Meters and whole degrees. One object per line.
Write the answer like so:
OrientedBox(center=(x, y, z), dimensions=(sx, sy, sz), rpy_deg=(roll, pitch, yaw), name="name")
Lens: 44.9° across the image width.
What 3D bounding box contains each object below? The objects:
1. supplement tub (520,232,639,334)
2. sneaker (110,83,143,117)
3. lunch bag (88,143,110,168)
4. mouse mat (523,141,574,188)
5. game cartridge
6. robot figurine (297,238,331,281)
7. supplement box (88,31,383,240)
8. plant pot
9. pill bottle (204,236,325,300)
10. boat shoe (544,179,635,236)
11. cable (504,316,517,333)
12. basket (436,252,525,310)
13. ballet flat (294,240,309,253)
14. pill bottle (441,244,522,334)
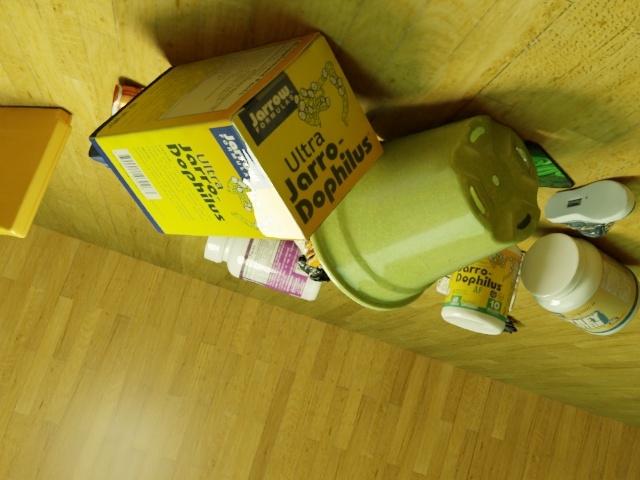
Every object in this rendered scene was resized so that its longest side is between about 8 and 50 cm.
OrientedBox(center=(0.479, 0.079, 1.426), dimensions=(0.200, 0.144, 0.144), rpy_deg=(26, 164, -33), name="supplement tub")
OrientedBox(center=(-0.349, -0.233, 1.416), dimensions=(0.067, 0.064, 0.175), rpy_deg=(11, 171, -16), name="sneaker")
OrientedBox(center=(-0.443, -0.194, 1.672), dimensions=(0.098, 0.067, 0.065), rpy_deg=(6, 163, 37), name="lunch bag")
OrientedBox(center=(0.280, -0.116, 1.202), dimensions=(0.190, 0.007, 0.153), rpy_deg=(4, 161, 42), name="mouse mat")
OrientedBox(center=(-0.688, -0.155, 1.673), dimensions=(0.324, 0.285, 0.053), rpy_deg=(9, 163, 35), name="game cartridge")
OrientedBox(center=(0.093, 0.034, 1.735), dimensions=(0.291, 0.085, 0.211), rpy_deg=(21, 133, -24), name="robot figurine")
OrientedBox(center=(-0.127, -0.137, 1.099), dimensions=(0.357, 0.194, 0.195), rpy_deg=(3, 134, 47), name="supplement box")
OrientedBox(center=(0.163, -0.056, 1.115), dimensions=(0.276, 0.276, 0.254), rpy_deg=(26, 151, -32), name="plant pot")
OrientedBox(center=(-0.132, 0.032, 1.958), dimensions=(0.302, 0.169, 0.169), rpy_deg=(18, 167, -1), name="pill bottle")
OrientedBox(center=(0.430, -0.046, 1.179), dimensions=(0.083, 0.065, 0.183), rpy_deg=(21, 173, -18), name="boat shoe")
OrientedBox(center=(0.482, 0.233, 2.269), dimensions=(0.184, 0.047, 0.150), rpy_deg=(5, 167, 34), name="cable")
OrientedBox(center=(0.338, 0.067, 1.626), dimensions=(0.167, 0.113, 0.103), rpy_deg=(15, 164, 10), name="basket")
OrientedBox(center=(0.000, 0.000, 1.839), dimensions=(0.247, 0.087, 0.083), rpy_deg=(16, 169, 7), name="ballet flat")
OrientedBox(center=(0.303, 0.057, 1.423), dimensions=(0.118, 0.208, 0.117), rpy_deg=(17, 167, 4), name="pill bottle")
